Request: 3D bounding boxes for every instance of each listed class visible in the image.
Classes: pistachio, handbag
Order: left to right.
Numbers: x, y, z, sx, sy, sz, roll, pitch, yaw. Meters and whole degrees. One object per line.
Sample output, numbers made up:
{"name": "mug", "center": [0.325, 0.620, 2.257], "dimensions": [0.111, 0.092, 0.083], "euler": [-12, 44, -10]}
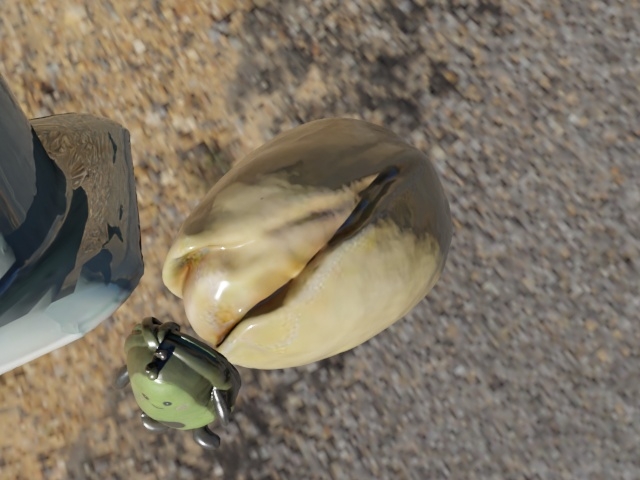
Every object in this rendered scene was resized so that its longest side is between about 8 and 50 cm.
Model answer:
{"name": "handbag", "center": [-0.081, 0.075, 0.912], "dimensions": [0.072, 0.047, 0.111], "euler": [16, 159, 13]}
{"name": "pistachio", "center": [0.000, 0.000, 1.209], "dimensions": [0.181, 0.293, 0.162], "euler": [-40, 89, 32]}

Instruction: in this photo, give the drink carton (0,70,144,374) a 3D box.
{"name": "drink carton", "center": [-0.185, -0.048, 0.519], "dimensions": [0.185, 0.191, 0.189], "euler": [-28, 115, 7]}
